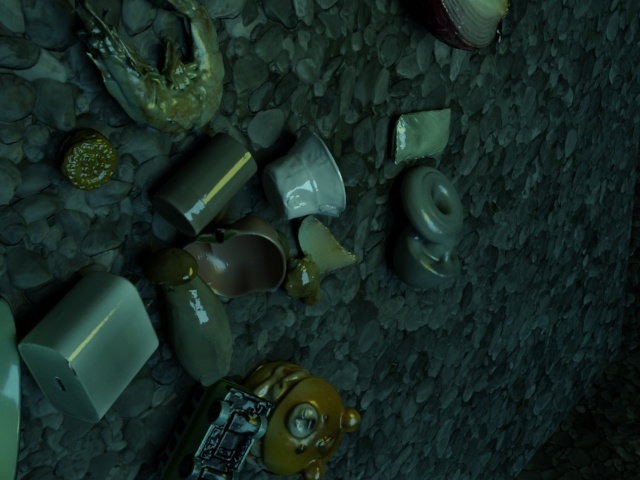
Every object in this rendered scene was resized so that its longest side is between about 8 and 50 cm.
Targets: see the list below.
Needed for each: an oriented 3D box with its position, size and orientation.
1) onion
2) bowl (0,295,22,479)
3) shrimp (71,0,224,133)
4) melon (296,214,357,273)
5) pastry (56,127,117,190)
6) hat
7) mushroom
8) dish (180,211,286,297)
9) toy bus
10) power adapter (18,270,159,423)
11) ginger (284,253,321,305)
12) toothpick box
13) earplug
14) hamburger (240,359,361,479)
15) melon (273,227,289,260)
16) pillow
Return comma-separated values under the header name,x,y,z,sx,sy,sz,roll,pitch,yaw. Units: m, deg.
name,x,y,z,sx,sy,sz,roll,pitch,yaw
onion,0.270,-0.580,1.718,0.348,0.159,0.267,17,84,-44
bowl,-0.559,0.259,1.121,0.185,0.354,0.354,-2,114,-12
shrimp,-0.278,-0.322,1.302,0.360,0.085,0.247,34,74,-54
melon,-0.005,0.003,1.764,0.182,0.098,0.054,45,47,-33
pastry,-0.388,-0.136,1.285,0.109,0.057,0.097,-19,128,-39
hat,-0.046,-0.120,1.605,0.126,0.203,0.203,-22,127,-17
mushroom,-0.252,0.157,1.525,0.128,0.128,0.350,-40,135,-28
dish,-0.166,0.016,1.529,0.213,0.213,0.090,63,21,-44
toy bus,-0.238,0.432,1.655,0.133,0.165,0.276,32,85,-35
power adapter,-0.385,0.164,1.362,0.255,0.124,0.187,-57,146,-43
ginger,-0.041,0.109,1.790,0.096,0.067,0.165,-43,140,-28
toothpick box,-0.216,-0.105,1.447,0.181,0.111,0.111,-49,138,-21
earplug,0.274,-0.032,2.005,0.214,0.175,0.325,-18,112,-49
hamburger,-0.058,0.430,1.803,0.276,0.237,0.276,-25,125,-42
melon,-0.120,0.034,1.637,0.098,0.098,0.131,23,98,-51
pillow,0.256,-0.264,1.943,0.229,0.051,0.128,-16,123,-45
